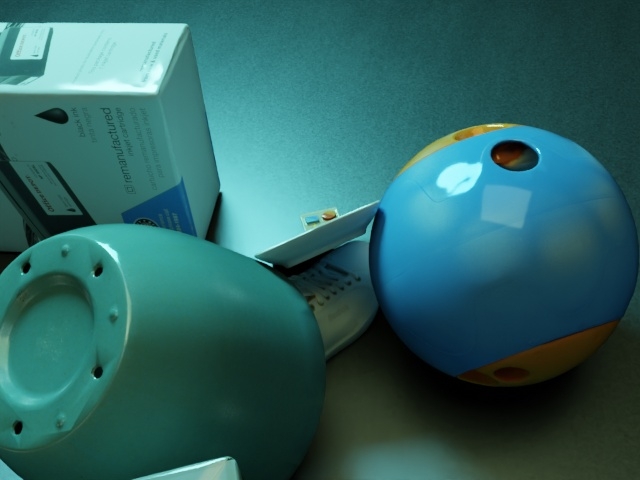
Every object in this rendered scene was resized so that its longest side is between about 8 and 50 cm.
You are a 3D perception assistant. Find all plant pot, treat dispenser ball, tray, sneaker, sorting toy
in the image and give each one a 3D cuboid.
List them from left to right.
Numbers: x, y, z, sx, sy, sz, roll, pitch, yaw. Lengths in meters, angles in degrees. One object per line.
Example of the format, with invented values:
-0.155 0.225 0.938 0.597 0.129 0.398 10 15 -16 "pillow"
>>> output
-0.175 0.116 0.681 0.292 0.235 0.293 -10 66 24 "plant pot"
-0.008 0.077 0.872 0.105 0.123 0.290 22 50 26 "sneaker"
0.000 0.000 0.881 0.145 0.270 0.030 -25 90 -1 "tray"
0.016 -0.028 1.046 0.083 0.012 0.062 -13 46 -9 "sorting toy"
0.197 0.016 0.801 0.288 0.288 0.288 -2 46 2 "treat dispenser ball"

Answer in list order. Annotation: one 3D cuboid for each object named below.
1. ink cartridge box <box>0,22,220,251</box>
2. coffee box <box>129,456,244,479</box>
-0.360 -0.130 0.980 0.394 0.286 0.166 2 46 6 "ink cartridge box"
-0.078 0.311 0.524 0.118 0.297 0.168 -13 47 -4 "coffee box"
